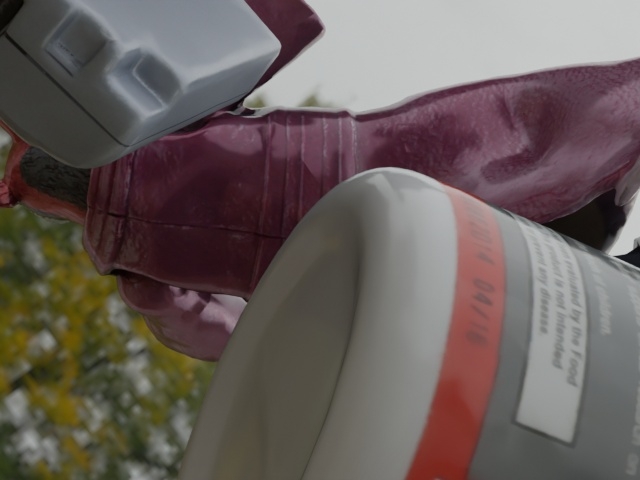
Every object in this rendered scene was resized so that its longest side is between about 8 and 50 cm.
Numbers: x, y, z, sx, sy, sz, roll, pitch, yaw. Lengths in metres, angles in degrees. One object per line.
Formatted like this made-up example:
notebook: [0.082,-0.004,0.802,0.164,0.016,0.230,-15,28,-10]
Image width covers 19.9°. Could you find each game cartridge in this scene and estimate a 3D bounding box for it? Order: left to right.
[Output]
game cartridge: [-0.148,-0.150,0.690,0.294,0.060,0.196,44,21,2]

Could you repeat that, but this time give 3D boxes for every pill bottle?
pill bottle: [0.138,0.130,0.702,0.363,0.210,0.210,22,-17,-14]

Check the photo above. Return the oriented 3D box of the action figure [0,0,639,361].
action figure: [0.000,0.000,0.893,0.275,0.370,0.248,-92,-173,-65]
